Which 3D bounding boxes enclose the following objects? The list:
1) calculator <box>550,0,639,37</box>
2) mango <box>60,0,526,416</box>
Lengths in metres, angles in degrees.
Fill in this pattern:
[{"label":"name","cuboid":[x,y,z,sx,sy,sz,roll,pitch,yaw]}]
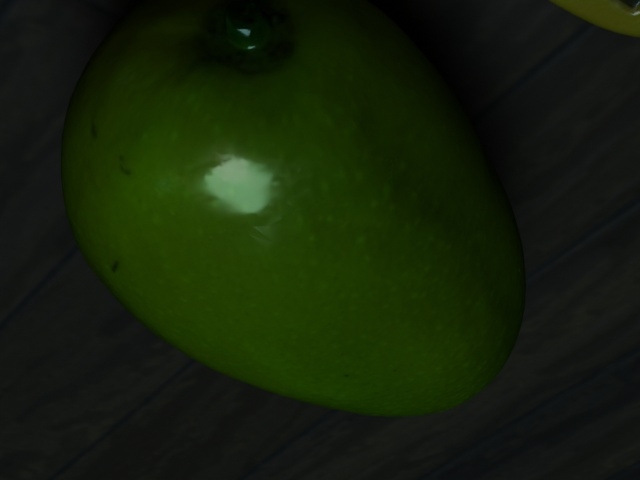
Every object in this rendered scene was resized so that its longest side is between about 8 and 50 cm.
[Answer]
[{"label":"calculator","cuboid":[0.141,-0.155,0.591,0.235,0.032,0.146,23,137,-27]},{"label":"mango","cuboid":[0.000,0.000,0.693,0.192,0.156,0.343,-14,144,21]}]
